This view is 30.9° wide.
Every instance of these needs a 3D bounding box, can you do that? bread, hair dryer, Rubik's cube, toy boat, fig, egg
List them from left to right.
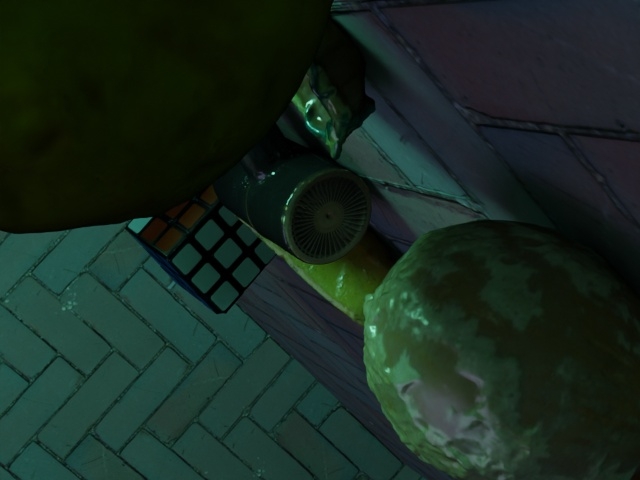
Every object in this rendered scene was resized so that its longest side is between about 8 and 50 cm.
[{"bbox_3d":[-0.156,-0.160,0.645,0.343,0.343,0.343,40,170,8],"label":"fig"},{"bbox_3d":[-0.188,-0.005,1.864,0.160,0.163,0.162,30,167,49],"label":"Rubik's cube"},{"bbox_3d":[-0.081,-0.179,0.889,0.293,0.099,0.108,34,170,3],"label":"toy boat"},{"bbox_3d":[-0.093,-0.140,1.157,0.189,0.107,0.352,32,158,54],"label":"hair dryer"},{"bbox_3d":[0.000,0.000,1.367,0.245,0.094,0.102,41,180,10],"label":"bread"},{"bbox_3d":[0.148,0.089,0.857,0.245,0.203,0.203,27,168,7],"label":"egg"}]

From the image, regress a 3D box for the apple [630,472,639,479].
[{"bbox_3d":[0.232,0.191,1.063,0.181,0.168,0.181,46,174,7],"label":"apple"}]
